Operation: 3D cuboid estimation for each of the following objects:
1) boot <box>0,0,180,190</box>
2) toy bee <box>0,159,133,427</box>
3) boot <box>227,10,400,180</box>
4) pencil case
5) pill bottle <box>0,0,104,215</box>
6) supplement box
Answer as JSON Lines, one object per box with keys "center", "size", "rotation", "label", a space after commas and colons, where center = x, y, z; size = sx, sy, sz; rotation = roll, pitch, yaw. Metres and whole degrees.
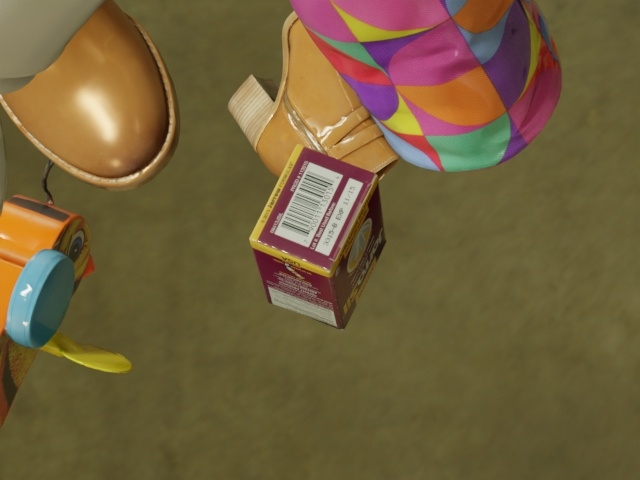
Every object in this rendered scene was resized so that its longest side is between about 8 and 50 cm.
{"center": [-0.196, -0.170, 1.202], "size": [0.109, 0.220, 0.283], "rotation": [-28, 74, 4], "label": "boot"}
{"center": [-0.206, 0.036, 1.425], "size": [0.195, 0.162, 0.298], "rotation": [41, 86, 17], "label": "toy bee"}
{"center": [0.020, -0.128, 1.776], "size": [0.152, 0.073, 0.197], "rotation": [49, 121, 18], "label": "boot"}
{"center": [0.029, -0.122, 0.875], "size": [0.104, 0.236, 0.104], "rotation": [-13, 56, 20], "label": "pencil case"}
{"center": [-0.140, -0.007, 0.392], "size": [0.221, 0.124, 0.124], "rotation": [-43, 86, 20], "label": "pill bottle"}
{"center": [0.000, 0.000, 0.937], "size": [0.043, 0.083, 0.055], "rotation": [21, 72, 13], "label": "supplement box"}
